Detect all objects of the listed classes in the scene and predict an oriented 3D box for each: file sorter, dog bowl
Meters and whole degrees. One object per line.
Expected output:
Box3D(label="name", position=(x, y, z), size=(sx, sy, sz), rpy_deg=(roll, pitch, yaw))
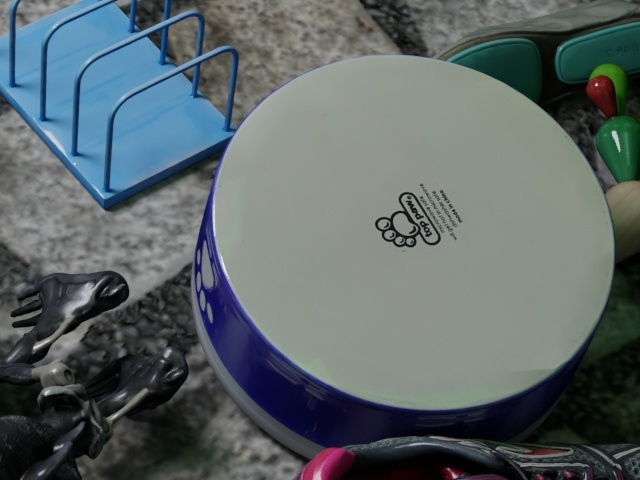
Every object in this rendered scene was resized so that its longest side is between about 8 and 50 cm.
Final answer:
Box3D(label="file sorter", position=(-0.151, -0.133, 1.353), size=(0.118, 0.104, 0.170), rpy_deg=(-29, 60, -29))
Box3D(label="dog bowl", position=(0.052, 0.014, 1.237), size=(0.264, 0.104, 0.265), rpy_deg=(4, 59, -7))

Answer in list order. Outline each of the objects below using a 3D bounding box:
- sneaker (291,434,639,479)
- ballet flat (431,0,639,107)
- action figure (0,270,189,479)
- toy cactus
Box3D(label="sneaker", position=(0.121, 0.170, 1.145), size=(0.299, 0.112, 0.121), rpy_deg=(-5, 52, -14))
Box3D(label="ballet flat", position=(0.160, -0.137, 1.444), size=(0.213, 0.072, 0.068), rpy_deg=(-13, 27, -20))
Box3D(label="action figure", position=(-0.175, 0.129, 1.096), size=(0.164, 0.141, 0.276), rpy_deg=(48, 28, -8))
Box3D(label="toy cactus", position=(0.254, -0.042, 1.359), size=(0.180, 0.112, 0.219), rpy_deg=(-37, 74, -21))
